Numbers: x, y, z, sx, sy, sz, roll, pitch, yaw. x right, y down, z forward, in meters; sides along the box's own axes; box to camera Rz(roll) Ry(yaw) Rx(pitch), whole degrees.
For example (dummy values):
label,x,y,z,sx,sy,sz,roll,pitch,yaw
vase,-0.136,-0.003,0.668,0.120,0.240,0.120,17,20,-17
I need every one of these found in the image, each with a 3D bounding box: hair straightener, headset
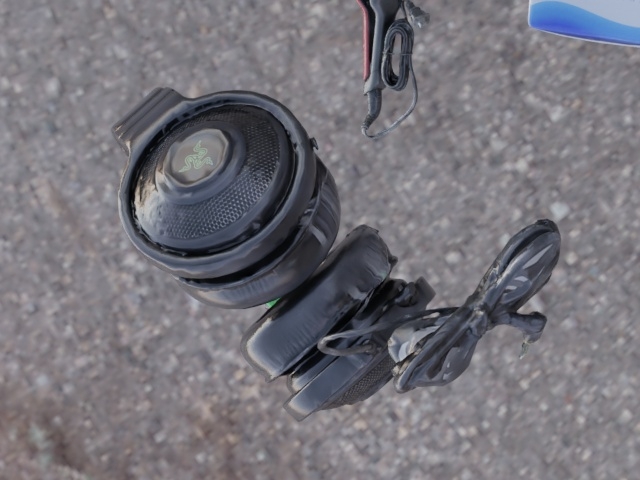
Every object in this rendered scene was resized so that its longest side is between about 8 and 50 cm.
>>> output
label,x,y,z,sx,sy,sz,roll,pitch,yaw
hair straightener,0.065,-0.211,1.448,0.089,0.047,0.230,25,115,55
headset,0.000,0.000,0.969,0.243,0.185,0.394,50,175,-28

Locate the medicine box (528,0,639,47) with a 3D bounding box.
label,x,y,z,sx,sy,sz,roll,pitch,yaw
medicine box,0.323,-0.359,1.506,0.149,0.263,0.289,10,106,17
